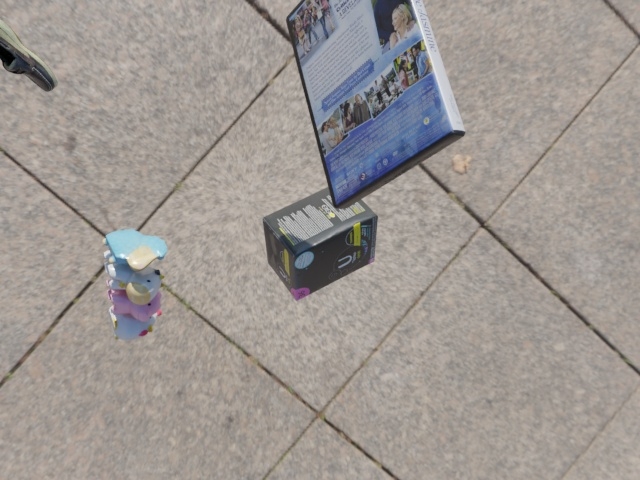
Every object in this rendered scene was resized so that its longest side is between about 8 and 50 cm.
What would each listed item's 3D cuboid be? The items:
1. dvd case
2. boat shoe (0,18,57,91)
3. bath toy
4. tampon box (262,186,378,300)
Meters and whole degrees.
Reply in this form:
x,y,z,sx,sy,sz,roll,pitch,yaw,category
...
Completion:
x,y,z,sx,sy,sz,roll,pitch,yaw,category
0.045,-0.182,0.641,0.022,0.180,0.253,-2,71,-39,dvd case
-0.513,-0.304,1.023,0.152,0.056,0.049,50,50,-41,boat shoe
-0.433,0.124,1.439,0.128,0.348,0.151,-12,55,-26,bath toy
0.000,0.000,1.012,0.161,0.121,0.101,-27,53,-20,tampon box
